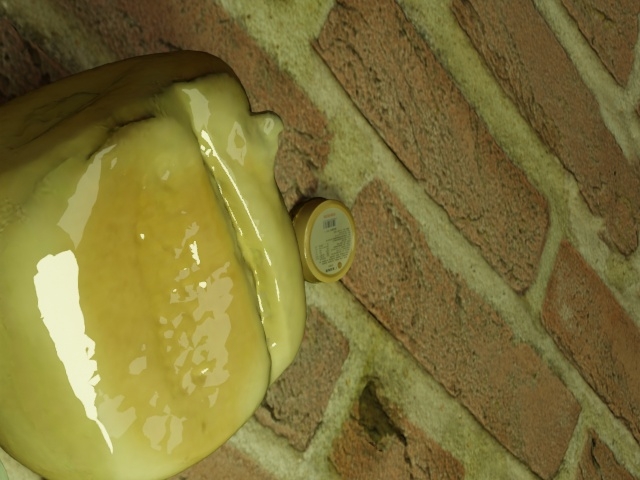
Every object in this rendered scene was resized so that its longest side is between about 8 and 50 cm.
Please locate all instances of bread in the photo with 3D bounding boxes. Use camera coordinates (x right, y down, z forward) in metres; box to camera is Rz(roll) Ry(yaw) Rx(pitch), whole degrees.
[{"bbox_3d":[-0.196,0.038,1.424,0.348,0.253,0.376,-39,121,-36],"label":"bread"}]

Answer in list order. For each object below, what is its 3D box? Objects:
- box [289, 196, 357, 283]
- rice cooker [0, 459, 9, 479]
[{"bbox_3d":[0.000,0.000,1.833,0.105,0.037,0.105,-5,97,-50],"label":"box"},{"bbox_3d":[-0.382,0.213,1.217,0.226,0.244,0.226,-11,106,-41],"label":"rice cooker"}]
